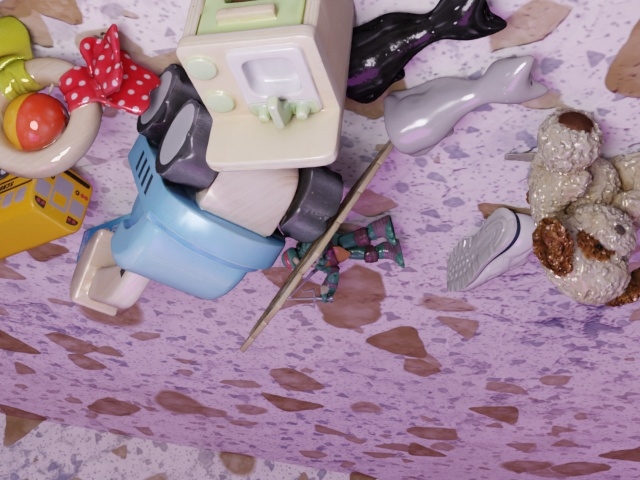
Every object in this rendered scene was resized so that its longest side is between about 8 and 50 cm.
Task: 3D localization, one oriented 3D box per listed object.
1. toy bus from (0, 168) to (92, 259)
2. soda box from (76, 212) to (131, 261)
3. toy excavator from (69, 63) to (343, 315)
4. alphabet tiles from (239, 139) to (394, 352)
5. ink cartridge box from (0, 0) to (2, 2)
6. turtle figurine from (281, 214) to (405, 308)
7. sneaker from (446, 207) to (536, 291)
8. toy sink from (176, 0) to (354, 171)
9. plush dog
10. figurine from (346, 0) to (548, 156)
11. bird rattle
[{"bbox_3d":[-0.529,-0.046,1.397,0.332,0.130,0.108,-16,143,34],"label":"toy bus"},{"bbox_3d":[-0.339,0.001,1.501,0.210,0.067,0.071,-16,143,35],"label":"soda box"},{"bbox_3d":[-0.225,-0.012,1.205,0.222,0.433,0.445,26,105,-30],"label":"toy excavator"},{"bbox_3d":[0.000,0.000,1.180,0.011,0.342,0.285,36,146,-1],"label":"alphabet tiles"},{"bbox_3d":[-0.384,-0.339,0.906,0.208,0.087,0.153,-13,144,32],"label":"ink cartridge box"},{"bbox_3d":[0.019,0.030,1.430,0.234,0.118,0.175,-16,161,9],"label":"turtle figurine"},{"bbox_3d":[0.292,0.031,1.409,0.094,0.090,0.235,8,153,-21],"label":"sneaker"},{"bbox_3d":[-0.058,-0.209,0.915,0.152,0.234,0.131,-2,149,16],"label":"toy sink"},{"bbox_3d":[0.360,-0.020,1.159,0.262,0.225,0.210,22,147,-25],"label":"plush dog"},{"bbox_3d":[0.151,-0.208,1.028,0.209,0.092,0.215,-19,142,30],"label":"figurine"},{"bbox_3d":[-0.346,-0.175,1.087,0.253,0.207,0.143,14,169,6],"label":"bird rattle"}]
